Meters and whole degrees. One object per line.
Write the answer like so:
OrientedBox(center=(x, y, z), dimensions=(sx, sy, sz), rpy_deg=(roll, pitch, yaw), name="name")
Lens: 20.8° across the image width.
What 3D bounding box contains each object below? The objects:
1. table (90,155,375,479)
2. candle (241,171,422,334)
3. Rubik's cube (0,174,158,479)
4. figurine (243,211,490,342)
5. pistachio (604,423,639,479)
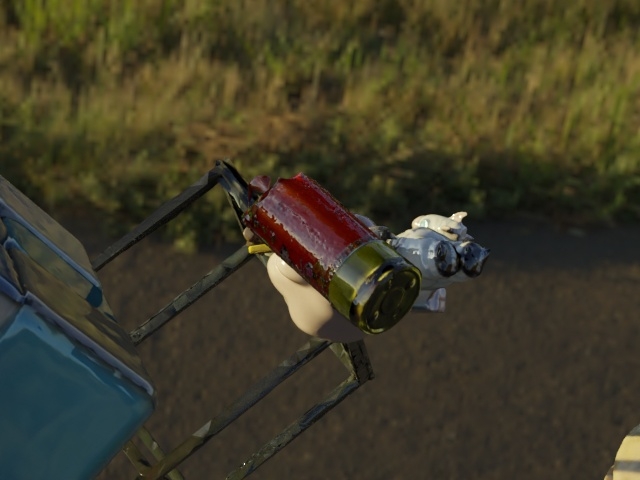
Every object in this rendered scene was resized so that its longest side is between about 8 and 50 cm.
OrientedBox(center=(-0.121, 0.118, 1.817), dimensions=(0.272, 0.335, 0.222), rpy_deg=(-37, 76, -5), name="table")
OrientedBox(center=(0.000, 0.000, 1.030), dimensions=(0.052, 0.052, 0.131), rpy_deg=(-21, 48, -38), name="candle")
OrientedBox(center=(-0.365, 0.075, 1.160), dimensions=(0.346, 0.347, 0.344), rpy_deg=(43, 1, -24), name="Rubik's cube")
OrientedBox(center=(0.037, 0.027, 1.422), dimensions=(0.137, 0.111, 0.229), rpy_deg=(-5, -2, -43), name="figurine")
OrientedBox(center=(0.376, 0.279, 1.894), dimensions=(0.144, 0.144, 0.215), rpy_deg=(13, 27, 6), name="pistachio")
